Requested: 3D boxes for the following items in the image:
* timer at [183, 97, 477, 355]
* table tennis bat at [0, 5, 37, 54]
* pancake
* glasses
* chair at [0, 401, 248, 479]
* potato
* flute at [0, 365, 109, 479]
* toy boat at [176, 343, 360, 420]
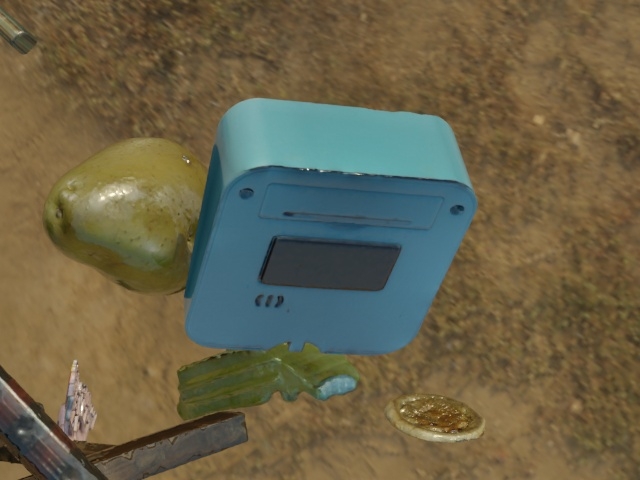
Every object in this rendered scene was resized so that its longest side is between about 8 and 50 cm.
[{"bbox_3d":[0.000,0.000,1.275,0.232,0.091,0.250,4,133,-17],"label":"timer"},{"bbox_3d":[-0.400,-0.292,1.432,0.301,0.173,0.022,42,91,19],"label":"table tennis bat"},{"bbox_3d":[0.166,0.255,1.991,0.151,0.151,0.025,4,106,-21],"label":"pancake"},{"bbox_3d":[-0.273,0.234,1.702,0.095,0.255,0.162,-7,75,-7],"label":"glasses"},{"bbox_3d":[-0.254,0.231,0.773,0.416,0.240,0.203,-13,97,-45],"label":"chair"},{"bbox_3d":[-0.182,-0.025,1.340,0.194,0.157,0.157,2,108,-52],"label":"potato"},{"bbox_3d":[-0.103,0.001,0.304,0.014,0.014,0.269,-41,99,-4],"label":"flute"},{"bbox_3d":[-0.073,0.159,1.674,0.111,0.276,0.084,-20,94,-42],"label":"toy boat"}]
